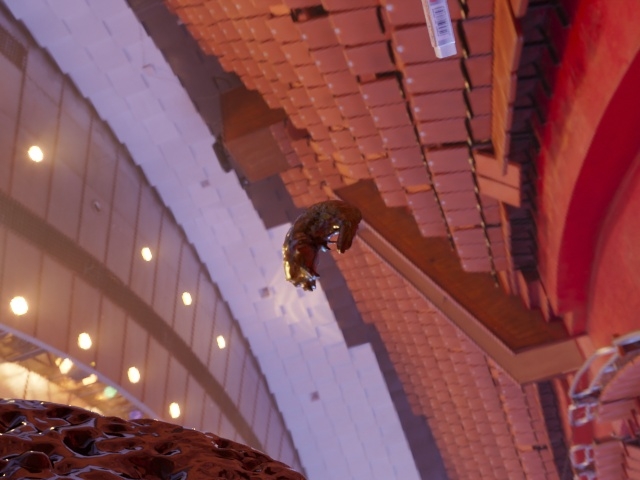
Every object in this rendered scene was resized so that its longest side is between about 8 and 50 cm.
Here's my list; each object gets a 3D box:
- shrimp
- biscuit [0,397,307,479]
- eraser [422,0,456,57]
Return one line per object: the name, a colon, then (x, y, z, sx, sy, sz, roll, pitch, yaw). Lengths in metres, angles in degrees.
shrimp: (-0.003, -0.002, 0.854, 0.051, 0.132, 0.187, 40, -152, -27)
biscuit: (-0.175, 0.228, 0.404, 0.342, 0.395, 0.166, 172, 112, -78)
eraser: (0.165, -0.323, 0.858, 0.052, 0.029, 0.122, -83, -22, -70)
